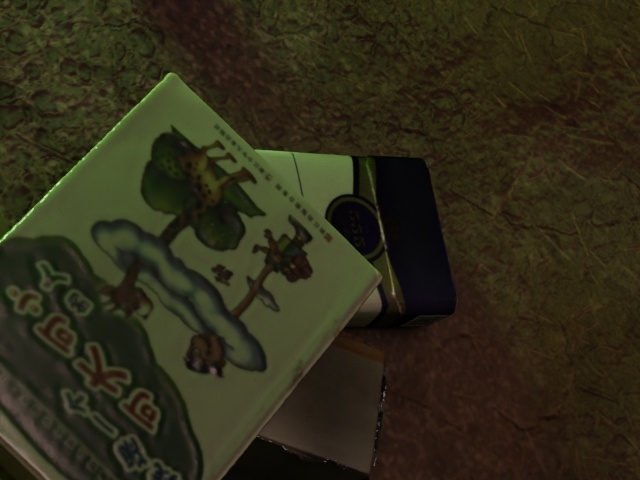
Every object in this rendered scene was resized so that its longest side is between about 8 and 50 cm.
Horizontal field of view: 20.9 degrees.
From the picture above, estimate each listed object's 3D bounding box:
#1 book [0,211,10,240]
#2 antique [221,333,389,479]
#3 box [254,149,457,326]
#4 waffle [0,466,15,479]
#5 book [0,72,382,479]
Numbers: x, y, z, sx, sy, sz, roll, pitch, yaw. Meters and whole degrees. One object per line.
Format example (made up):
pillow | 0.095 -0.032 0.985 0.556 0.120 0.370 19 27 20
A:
book | -0.398 0.020 1.356 0.310 0.021 0.217 -22 71 -24
antique | -0.039 0.145 1.525 0.152 0.146 0.148 22 56 -23
box | 0.000 0.000 1.662 0.259 0.071 0.168 0 69 -32
waffle | -0.219 0.192 1.417 0.224 0.098 0.328 13 62 -26
book | -0.134 0.056 1.398 0.260 0.043 0.371 44 53 -5
